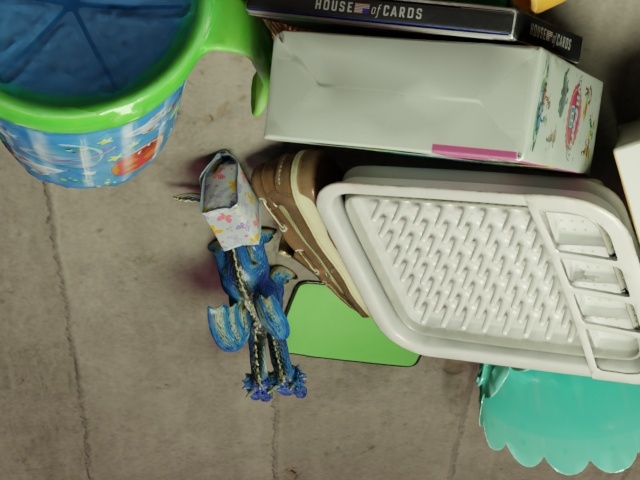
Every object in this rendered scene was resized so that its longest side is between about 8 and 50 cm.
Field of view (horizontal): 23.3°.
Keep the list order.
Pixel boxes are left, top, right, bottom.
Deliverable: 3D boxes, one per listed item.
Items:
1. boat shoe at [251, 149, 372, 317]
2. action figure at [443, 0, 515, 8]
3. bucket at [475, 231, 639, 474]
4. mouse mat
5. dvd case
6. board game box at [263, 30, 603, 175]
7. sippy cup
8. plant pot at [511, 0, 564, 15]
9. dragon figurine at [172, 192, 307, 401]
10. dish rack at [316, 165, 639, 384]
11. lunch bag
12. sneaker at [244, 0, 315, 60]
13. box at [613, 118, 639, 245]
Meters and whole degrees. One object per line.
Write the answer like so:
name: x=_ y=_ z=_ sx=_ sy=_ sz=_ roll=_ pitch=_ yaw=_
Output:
boat shoe: x=0.002 y=-0.006 z=1.690 sx=0.095 sy=0.095 sz=0.257 roll=-4 pitch=138 yaw=24
action figure: x=0.090 y=-0.247 z=1.397 sx=0.232 sy=0.063 sz=0.137 roll=14 pitch=141 yaw=-12
bucket: x=0.310 y=0.125 z=1.790 sx=0.281 sy=0.183 sz=0.281 roll=-3 pitch=142 yaw=-2
mouse mat: x=0.047 y=0.103 z=1.885 sx=0.190 sy=0.007 sz=0.152 roll=8 pitch=140 yaw=-12
dvd case: x=0.082 y=-0.183 z=1.317 sx=0.239 sy=0.029 sz=0.179 roll=11 pitch=-175 yaw=26
board game box: x=0.111 y=-0.118 z=1.366 sx=0.224 sy=0.097 sz=0.303 roll=8 pitch=-176 yaw=20
sippy cup: x=-0.213 y=-0.161 z=1.371 sx=0.305 sy=0.240 sz=0.224 roll=38 pitch=159 yaw=11
plant pot: x=0.212 y=-0.312 z=1.243 sx=0.188 sy=0.205 sz=0.205 roll=-24 pitch=139 yaw=1
dragon figurine: x=-0.078 y=0.069 z=1.721 sx=0.085 sy=0.144 sz=0.289 roll=-12 pitch=141 yaw=10
dish rack: x=0.183 y=0.022 z=1.573 sx=0.333 sy=0.072 sz=0.285 roll=5 pitch=142 yaw=30
lunch bag: x=-0.095 y=-0.043 z=1.629 sx=0.053 sy=0.083 sz=0.071 roll=-10 pitch=142 yaw=15
sneaker: x=-0.021 y=-0.186 z=1.479 sx=0.084 sy=0.069 sz=0.185 roll=18 pitch=173 yaw=36
box: x=0.415 y=0.039 z=1.523 sx=0.168 sy=0.215 sz=0.345 roll=-16 pitch=96 yaw=14
